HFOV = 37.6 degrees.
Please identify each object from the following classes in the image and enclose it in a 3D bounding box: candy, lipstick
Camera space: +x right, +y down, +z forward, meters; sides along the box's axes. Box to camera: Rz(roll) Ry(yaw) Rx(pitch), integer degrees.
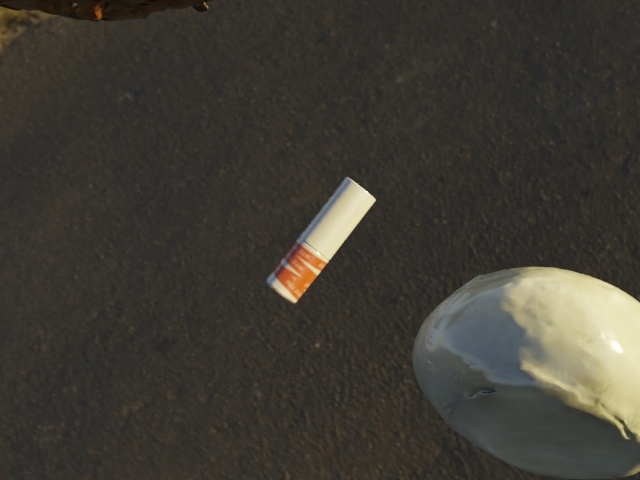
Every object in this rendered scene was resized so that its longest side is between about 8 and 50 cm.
[{"bbox_3d":[0.231,0.127,0.970,0.295,0.295,0.185,1,54,29],"label":"candy"},{"bbox_3d":[0.000,0.000,0.920,0.131,0.038,0.038,-52,49,0],"label":"lipstick"}]

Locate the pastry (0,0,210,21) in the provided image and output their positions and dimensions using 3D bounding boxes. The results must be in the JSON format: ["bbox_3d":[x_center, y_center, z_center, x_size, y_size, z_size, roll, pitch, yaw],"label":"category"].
[{"bbox_3d":[-0.144,-0.280,0.550,0.337,0.405,0.293,-30,73,60],"label":"pastry"}]
